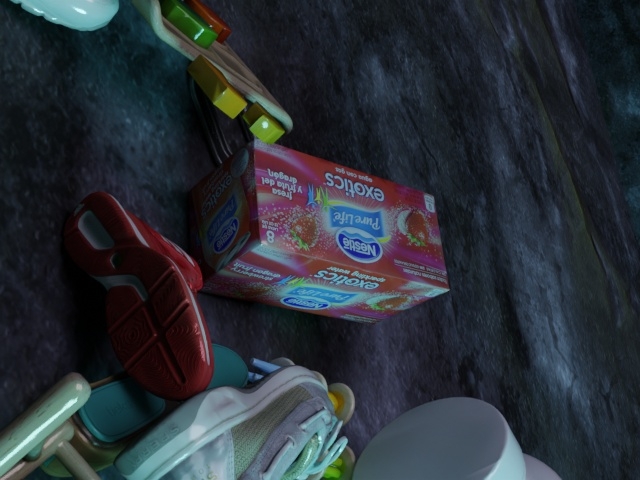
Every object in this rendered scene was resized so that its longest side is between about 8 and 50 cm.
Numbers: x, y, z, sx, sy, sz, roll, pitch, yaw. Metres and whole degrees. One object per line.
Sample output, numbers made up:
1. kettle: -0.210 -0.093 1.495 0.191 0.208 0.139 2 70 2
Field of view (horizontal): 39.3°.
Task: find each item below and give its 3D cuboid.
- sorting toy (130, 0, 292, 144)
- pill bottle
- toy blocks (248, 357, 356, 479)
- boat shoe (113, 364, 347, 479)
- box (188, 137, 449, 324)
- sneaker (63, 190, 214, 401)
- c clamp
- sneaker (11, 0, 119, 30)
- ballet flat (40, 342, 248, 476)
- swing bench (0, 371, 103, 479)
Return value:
1. sorting toy: -0.109 -0.194 0.898 0.229 0.041 0.307 35 13 -50
2. pill bottle: 0.198 0.381 0.973 0.407 0.229 0.229 62 31 -21
3. toy blocks: -0.027 0.188 0.931 0.148 0.054 0.123 31 49 -44
4. boat shoe: -0.051 0.176 0.730 0.103 0.118 0.320 52 7 14
5. box: 0.000 0.000 0.958 0.257 0.128 0.122 15 59 -37
6. sneaker: -0.124 0.051 0.771 0.128 0.087 0.221 29 22 -54
7. c clamp: -0.096 -0.133 1.057 0.137 0.022 0.160 -31 100 -54
8. sneaker: -0.266 -0.326 0.793 0.297 0.129 0.111 59 28 -19
9. ballet flat: -0.148 0.138 0.754 0.080 0.073 0.232 53 24 15
10. swing bench: -0.154 0.257 0.481 0.253 0.165 0.255 47 62 4
